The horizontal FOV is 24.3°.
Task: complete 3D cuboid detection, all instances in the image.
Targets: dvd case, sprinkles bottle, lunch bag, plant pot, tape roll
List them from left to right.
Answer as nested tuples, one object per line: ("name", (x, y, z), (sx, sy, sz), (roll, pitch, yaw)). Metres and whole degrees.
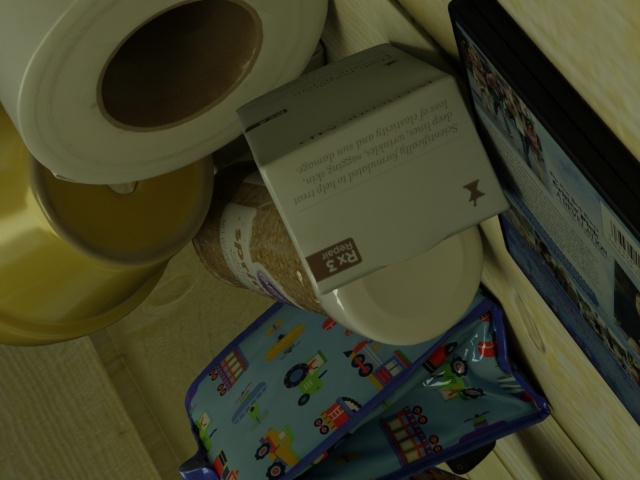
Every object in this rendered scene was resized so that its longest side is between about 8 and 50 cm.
("plant pot", (-0.217, -0.041, 1.288), (0.239, 0.254, 0.254), (-14, 111, 58))
("tape roll", (-0.138, -0.182, 1.076), (0.169, 0.246, 0.246), (55, 175, 27))
("sprinkles bottle", (0.000, 0.000, 1.200), (0.121, 0.121, 0.355), (59, 165, -16))
("lunch bag", (0.007, 0.128, 1.276), (0.138, 0.293, 0.221), (61, 175, -30))
("dvd case", (0.136, 0.004, 0.762), (0.180, 0.022, 0.253), (56, 176, 31))

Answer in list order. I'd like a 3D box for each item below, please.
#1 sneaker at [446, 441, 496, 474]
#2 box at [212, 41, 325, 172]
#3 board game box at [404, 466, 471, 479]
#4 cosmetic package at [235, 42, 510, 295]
("sneaker", (0.069, 0.175, 1.466), (0.163, 0.226, 0.086), (56, -158, -30))
("box", (-0.075, -0.150, 1.386), (0.148, 0.121, 0.311), (57, 176, 10))
("board game box", (0.165, 0.305, 1.386), (0.233, 0.078, 0.347), (22, -177, -12))
("cosmetic package", (0.022, -0.051, 0.879), (0.231, 0.117, 0.085), (-124, 9, -77))
